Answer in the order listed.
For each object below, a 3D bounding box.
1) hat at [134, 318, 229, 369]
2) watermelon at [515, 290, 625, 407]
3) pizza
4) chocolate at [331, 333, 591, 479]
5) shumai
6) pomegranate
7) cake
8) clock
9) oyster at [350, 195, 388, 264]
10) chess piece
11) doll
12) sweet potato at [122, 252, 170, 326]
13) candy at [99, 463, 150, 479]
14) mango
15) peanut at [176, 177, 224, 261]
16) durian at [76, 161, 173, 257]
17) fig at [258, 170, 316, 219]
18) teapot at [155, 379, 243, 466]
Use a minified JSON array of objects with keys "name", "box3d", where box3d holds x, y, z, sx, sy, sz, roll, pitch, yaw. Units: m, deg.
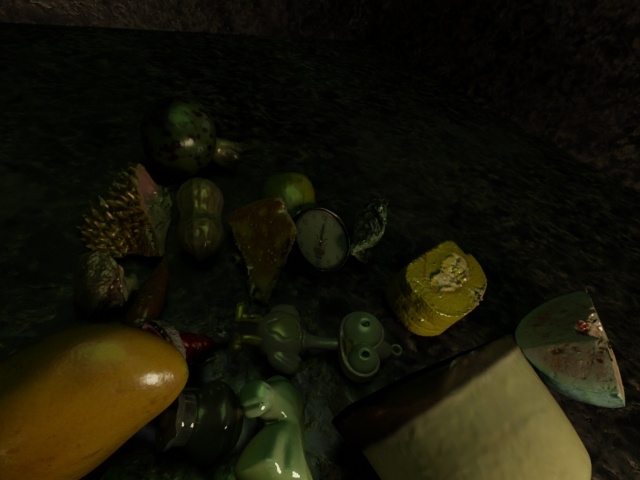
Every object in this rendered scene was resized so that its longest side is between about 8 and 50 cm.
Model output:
[{"name":"hat","box3d":[-0.259,0.208,0.775,0.129,0.140,0.227,50,20,21]},{"name":"watermelon","box3d":[0.589,0.279,0.987,0.322,0.188,0.175,-40,109,-54]},{"name":"pizza","box3d":[-0.138,0.016,1.031,0.189,0.071,0.297,-26,52,9]},{"name":"chocolate","box3d":[0.226,0.337,0.646,0.326,0.314,0.297,-24,65,4]},{"name":"shumai","box3d":[-0.435,0.089,0.853,0.116,0.145,0.145,5,36,-44]},{"name":"pomegranate","box3d":[-0.396,-0.288,1.269,0.306,0.242,0.242,39,32,-23]},{"name":"cake","box3d":[0.299,0.121,1.046,0.260,0.156,0.179,-26,70,-34]},{"name":"clock","box3d":[0.000,0.000,1.093,0.184,0.040,0.185,12,68,-33]},{"name":"oyster","box3d":[0.136,-0.032,1.196,0.087,0.199,0.252,29,69,-7]},{"name":"chess piece","box3d":[-0.068,0.336,0.635,0.175,0.176,0.298,7,37,-12]},{"name":"doll","box3d":[-0.002,0.212,0.872,0.365,0.094,0.160,8,42,-10]},{"name":"sweet potato","box3d":[-0.355,0.134,0.854,0.072,0.066,0.314,-17,36,16]},{"name":"candy","box3d":[-0.296,0.429,0.521,0.149,0.069,0.246,30,35,8]},{"name":"mango","box3d":[-0.348,0.229,0.584,0.317,0.211,0.173,-29,32,-4]},{"name":"peanut","box3d":[-0.306,-0.063,1.063,0.120,0.136,0.298,1,42,-20]},{"name":"durian","box3d":[-0.496,-0.061,1.030,0.195,0.185,0.305,-15,51,-2]},{"name":"fig","box3d":[-0.095,-0.107,1.170,0.167,0.167,0.233,9,26,-9]},{"name":"teapot","box3d":[-0.204,0.288,0.683,0.119,0.130,0.165,21,-2,-31]}]
